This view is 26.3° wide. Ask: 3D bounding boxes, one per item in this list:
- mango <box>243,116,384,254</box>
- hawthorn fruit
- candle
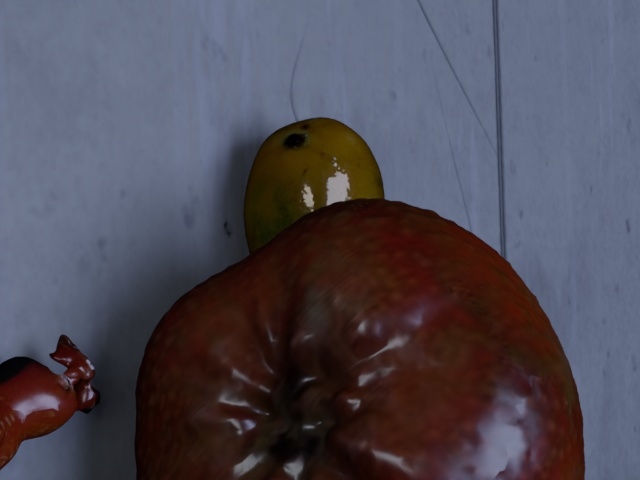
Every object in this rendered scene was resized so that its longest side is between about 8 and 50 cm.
[{"bbox_3d":[-0.003,-0.002,0.927,0.111,0.089,0.163,-6,98,-60],"label":"mango"},{"bbox_3d":[0.031,0.135,0.809,0.300,0.275,0.275,62,41,-43],"label":"hawthorn fruit"},{"bbox_3d":[-0.222,0.130,0.638,0.051,0.048,0.329,43,38,10],"label":"candle"}]
